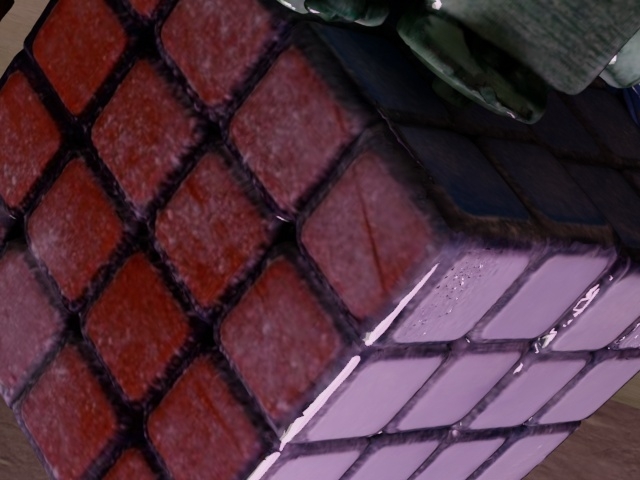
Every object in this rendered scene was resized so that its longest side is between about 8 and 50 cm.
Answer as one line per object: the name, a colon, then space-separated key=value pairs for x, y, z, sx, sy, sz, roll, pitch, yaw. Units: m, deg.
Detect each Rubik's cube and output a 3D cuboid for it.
Rubik's cube: x=0.000 y=0.000 z=1.074 sx=0.337 sy=0.344 sz=0.344 roll=3 pitch=-134 yaw=-49

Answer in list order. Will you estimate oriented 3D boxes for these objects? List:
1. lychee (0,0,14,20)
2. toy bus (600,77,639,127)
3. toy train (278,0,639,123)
lychee: x=-0.408 y=-0.228 z=1.115 sx=0.425 sy=0.424 sz=0.500 roll=21 pitch=125 yaw=1
toy bus: x=0.113 y=-0.093 z=1.352 sx=0.288 sy=0.175 sz=0.138 roll=8 pitch=147 yaw=50
toy train: x=0.056 y=-0.191 z=0.883 sx=0.299 sy=0.167 sz=0.238 roll=29 pitch=-162 yaw=-30
